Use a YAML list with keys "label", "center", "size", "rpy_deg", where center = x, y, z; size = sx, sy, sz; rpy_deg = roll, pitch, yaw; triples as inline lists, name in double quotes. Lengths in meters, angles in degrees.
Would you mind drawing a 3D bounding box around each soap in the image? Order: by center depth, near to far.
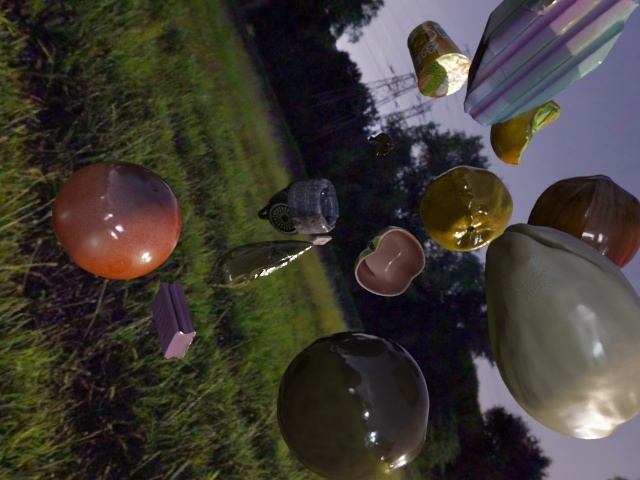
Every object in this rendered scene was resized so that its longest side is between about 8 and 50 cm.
- label: "soap"
  center: [0.403, -0.365, 0.867]
  size: [0.193, 0.324, 0.109]
  rpy_deg: [28, 49, -20]
- label: "soap"
  center: [-0.438, 0.234, 1.359]
  size: [0.065, 0.122, 0.203]
  rpy_deg: [8, 35, -39]

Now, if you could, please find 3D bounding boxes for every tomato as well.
- label: "tomato"
  center: [-0.426, -0.047, 0.979]
  size: [0.256, 0.224, 0.256]
  rpy_deg: [42, 24, -23]

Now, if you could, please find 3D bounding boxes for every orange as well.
- label: "orange"
  center: [0.451, -0.093, 1.431]
  size: [0.235, 0.279, 0.279]
  rpy_deg: [-74, 144, -61]
- label: "orange"
  center: [0.643, -0.371, 1.477]
  size: [0.158, 0.237, 0.179]
  rpy_deg: [39, 3, 3]

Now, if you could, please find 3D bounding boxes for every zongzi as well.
- label: "zongzi"
  center: [-0.185, 0.065, 1.465]
  size: [0.251, 0.274, 0.125]
  rpy_deg: [-32, 109, -59]

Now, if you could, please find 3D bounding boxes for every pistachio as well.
- label: "pistachio"
  center: [0.332, 0.120, 0.638]
  size: [0.226, 0.208, 0.332]
  rpy_deg: [12, -46, 60]

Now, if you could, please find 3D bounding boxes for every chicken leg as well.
- label: "chicken leg"
  center: [0.172, -0.275, 1.290]
  size: [0.037, 0.062, 0.145]
  rpy_deg: [41, 22, -27]

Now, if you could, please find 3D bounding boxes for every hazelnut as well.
- label: "hazelnut"
  center: [0.527, -0.022, 0.926]
  size: [0.210, 0.186, 0.210]
  rpy_deg: [31, -31, 21]

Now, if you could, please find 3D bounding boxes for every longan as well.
- label: "longan"
  center: [0.054, 0.278, 0.775]
  size: [0.258, 0.258, 0.258]
  rpy_deg: [-21, 90, -84]

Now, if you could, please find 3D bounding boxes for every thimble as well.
- label: "thimble"
  center: [-0.019, -0.093, 1.248]
  size: [0.150, 0.097, 0.150]
  rpy_deg: [-6, 90, -65]

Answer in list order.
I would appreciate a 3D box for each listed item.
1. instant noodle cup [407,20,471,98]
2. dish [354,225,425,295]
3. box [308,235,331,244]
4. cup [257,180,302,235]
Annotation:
- label: "instant noodle cup"
  center: [0.341, -0.553, 1.379]
  size: [0.168, 0.168, 0.185]
  rpy_deg: [58, 15, -59]
- label: "dish"
  center: [0.191, 0.049, 1.342]
  size: [0.090, 0.213, 0.213]
  rpy_deg: [-117, -177, -65]
- label: "box"
  center: [0.000, 0.000, 1.667]
  size: [0.083, 0.046, 0.012]
  rpy_deg: [2, 57, -54]
- label: "cup"
  center: [-0.119, -0.121, 1.682]
  size: [0.176, 0.223, 0.169]
  rpy_deg: [-57, 137, -48]
